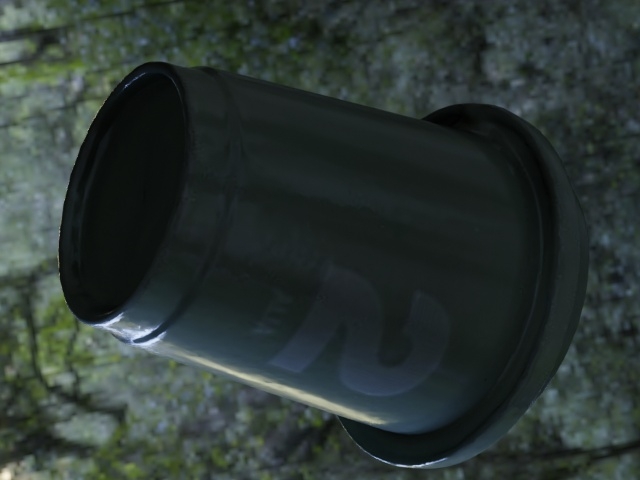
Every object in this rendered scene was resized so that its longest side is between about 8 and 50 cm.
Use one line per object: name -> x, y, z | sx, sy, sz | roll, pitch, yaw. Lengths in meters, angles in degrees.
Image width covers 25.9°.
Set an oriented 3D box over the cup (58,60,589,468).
cup -> 0.000, 0.000, 0.423 | 0.120, 0.141, 0.120 | -33, 47, 44
